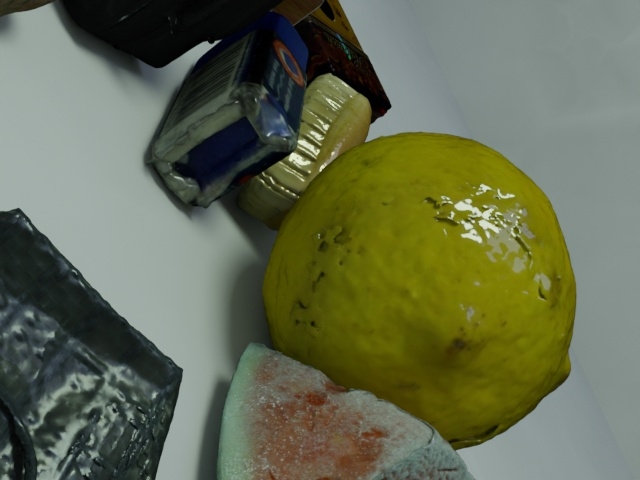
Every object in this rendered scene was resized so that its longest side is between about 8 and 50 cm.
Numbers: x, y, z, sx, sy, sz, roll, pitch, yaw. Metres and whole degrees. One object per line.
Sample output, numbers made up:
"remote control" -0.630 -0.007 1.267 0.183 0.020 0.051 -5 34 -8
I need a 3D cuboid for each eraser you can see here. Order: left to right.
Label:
"eraser" -0.101 -0.168 1.105 0.101 0.155 0.332 52 20 -22

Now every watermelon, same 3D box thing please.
"watermelon" 0.027 0.205 0.822 0.213 0.201 0.261 56 13 -36

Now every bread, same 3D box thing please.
"bread" -0.013 -0.108 1.172 0.106 0.140 0.236 33 49 -2

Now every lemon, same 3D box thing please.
"lemon" 0.105 0.053 1.014 0.350 0.350 0.387 53 4 -17

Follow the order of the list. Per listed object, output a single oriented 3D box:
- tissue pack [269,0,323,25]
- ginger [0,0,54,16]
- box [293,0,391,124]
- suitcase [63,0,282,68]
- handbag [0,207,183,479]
"tissue pack" -0.135 -0.410 1.351 0.246 0.159 0.136 22 40 -58
"ginger" -0.308 -0.315 0.806 0.304 0.155 0.244 65 19 16
"box" -0.044 -0.400 1.611 0.264 0.116 0.415 16 47 -64
"suitcase" -0.146 -0.398 1.037 0.339 0.345 0.188 66 16 18
"handbag" -0.199 0.103 0.610 0.270 0.089 0.175 51 29 -23
